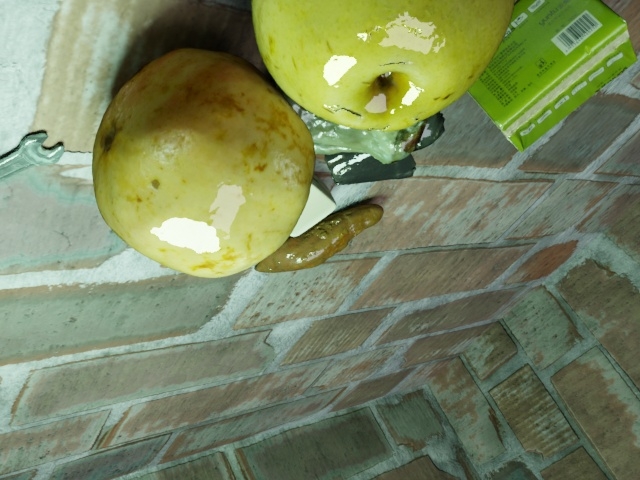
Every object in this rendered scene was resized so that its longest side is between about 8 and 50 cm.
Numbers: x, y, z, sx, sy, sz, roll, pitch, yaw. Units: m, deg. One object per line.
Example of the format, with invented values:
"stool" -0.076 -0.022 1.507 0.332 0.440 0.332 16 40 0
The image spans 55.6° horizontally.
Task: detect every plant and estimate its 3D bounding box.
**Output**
"plant" 0.127 -0.202 1.214 0.256 0.141 0.164 -28 151 4

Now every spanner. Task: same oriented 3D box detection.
"spanner" -0.534 -0.083 0.919 0.302 0.017 0.071 -28 152 -5

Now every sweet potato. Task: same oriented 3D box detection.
"sweet potato" -0.002 0.004 1.471 0.355 0.095 0.106 -27 -167 0

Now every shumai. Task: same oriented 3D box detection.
"shumai" 0.044 -0.217 1.034 0.261 0.221 0.225 -22 154 -6

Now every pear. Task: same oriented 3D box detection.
"pear" 0.079 -0.312 0.789 0.349 0.348 0.348 -23 151 -13

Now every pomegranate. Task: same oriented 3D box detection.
"pomegranate" -0.163 -0.113 0.914 0.343 0.342 0.342 -23 151 -13

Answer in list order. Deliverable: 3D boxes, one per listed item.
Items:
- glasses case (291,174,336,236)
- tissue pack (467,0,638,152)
"glasses case" -0.087 -0.108 1.236 0.131 0.070 0.313 -36 151 12
"tissue pack" 0.429 -0.348 1.192 0.275 0.200 0.167 -41 149 19
